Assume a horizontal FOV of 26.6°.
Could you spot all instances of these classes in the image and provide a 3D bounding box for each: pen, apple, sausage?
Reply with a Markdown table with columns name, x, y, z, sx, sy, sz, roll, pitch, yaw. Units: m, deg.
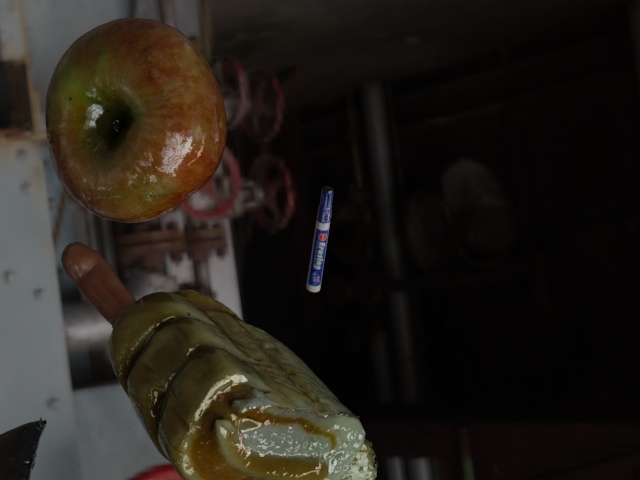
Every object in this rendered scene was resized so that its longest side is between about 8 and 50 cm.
| name | x | y | z | sx | sy | sz | roll | pitch | yaw |
| --- | --- | --- | --- | --- | --- | --- | --- | --- | --- |
| pen | 0.000 | 0.000 | 2.213 | 0.025 | 0.204 | 0.025 | 6 | -145 | -4 |
| apple | -0.270 | -0.179 | 2.052 | 0.277 | 0.309 | 0.250 | 7 | 179 | 19 |
| sausage | -0.319 | 0.118 | 2.224 | 0.078 | 0.304 | 0.078 | -42 | 163 | -16 |

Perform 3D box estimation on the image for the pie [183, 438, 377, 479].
| name | x | y | z | sx | sy | sz | roll | pitch | yaw |
| --- | --- | --- | --- | --- | --- | --- | --- | --- | --- |
| pie | -0.077 | 0.508 | 2.564 | 0.395 | 0.418 | 0.180 | -15 | -157 | -11 |

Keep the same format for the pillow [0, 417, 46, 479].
| name | x | y | z | sx | sy | sz | roll | pitch | yaw |
| --- | --- | --- | --- | --- | --- | --- | --- | --- | --- |
| pillow | -0.507 | 0.377 | 2.133 | 0.141 | 0.055 | 0.208 | -21 | -148 | 14 |

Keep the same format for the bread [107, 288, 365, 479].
| name | x | y | z | sx | sy | sz | roll | pitch | yaw |
| --- | --- | --- | --- | --- | --- | --- | --- | --- | --- |
| bread | -0.150 | 0.218 | 1.869 | 0.341 | 0.210 | 0.300 | 42 | -169 | 36 |
